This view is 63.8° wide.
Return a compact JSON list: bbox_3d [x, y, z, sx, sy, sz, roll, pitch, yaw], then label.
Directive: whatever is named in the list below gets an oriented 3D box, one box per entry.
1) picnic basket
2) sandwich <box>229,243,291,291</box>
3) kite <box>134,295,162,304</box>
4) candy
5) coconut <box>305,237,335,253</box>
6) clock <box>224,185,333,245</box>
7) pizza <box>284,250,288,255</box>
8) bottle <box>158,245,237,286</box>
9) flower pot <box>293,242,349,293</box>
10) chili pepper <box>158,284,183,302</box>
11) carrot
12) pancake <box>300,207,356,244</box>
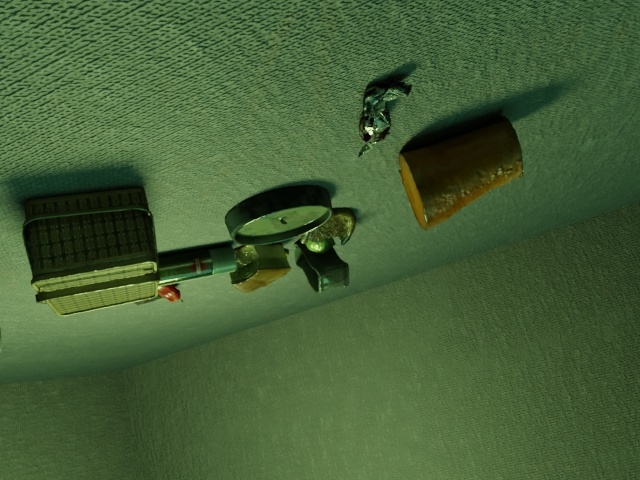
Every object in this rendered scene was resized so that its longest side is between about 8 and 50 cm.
[{"bbox_3d":[-0.458,0.039,1.058,0.228,0.175,0.313,-10,164,-22],"label":"picnic basket"},{"bbox_3d":[-0.235,0.095,1.636,0.220,0.108,0.186,-31,160,33],"label":"sandwich"},{"bbox_3d":[-0.617,0.204,1.846,0.159,0.010,0.190,-28,163,35],"label":"kite"},{"bbox_3d":[0.111,-0.220,0.956,0.094,0.051,0.226,-16,166,-11],"label":"candy"},{"bbox_3d":[0.000,0.000,1.601,0.096,0.088,0.088,12,163,-1],"label":"coconut"},{"bbox_3d":[-0.103,-0.058,1.323,0.281,0.055,0.280,-15,166,-4],"label":"clock"},{"bbox_3d":[-0.162,0.061,1.770,0.109,0.026,0.123,-15,166,6],"label":"pizza"},{"bbox_3d":[-0.384,0.075,1.466,0.286,0.082,0.082,-10,165,-22],"label":"bottle"},{"bbox_3d":[0.000,0.077,1.659,0.108,0.229,0.103,-12,124,-19],"label":"flower pot"},{"bbox_3d":[-0.520,0.175,1.760,0.059,0.050,0.191,-14,154,5],"label":"chili pepper"},{"bbox_3d":[0.323,-0.154,1.179,0.254,0.196,0.196,-21,165,6],"label":"carrot"},{"bbox_3d":[0.026,-0.025,1.521,0.190,0.020,0.184,-24,146,-16],"label":"pancake"}]
